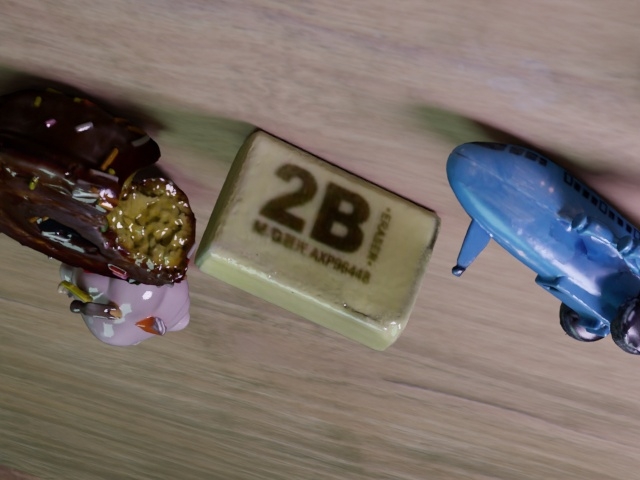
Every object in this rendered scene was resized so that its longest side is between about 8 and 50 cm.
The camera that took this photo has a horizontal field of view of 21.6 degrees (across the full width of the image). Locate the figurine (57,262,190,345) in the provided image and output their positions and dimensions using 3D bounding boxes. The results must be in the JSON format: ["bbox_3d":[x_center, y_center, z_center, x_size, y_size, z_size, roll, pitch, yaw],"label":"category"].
[{"bbox_3d":[-0.195,0.050,1.669,0.137,0.112,0.229,34,171,-10],"label":"figurine"}]

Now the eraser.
[{"bbox_3d":[0.000,0.000,1.319,0.172,0.117,0.058,25,156,-9],"label":"eraser"}]

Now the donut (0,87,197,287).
[{"bbox_3d":[-0.210,-0.048,1.441,0.216,0.096,0.230,9,157,37],"label":"donut"}]

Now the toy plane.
[{"bbox_3d":[0.196,0.017,1.194,0.271,0.105,0.254,24,175,-19],"label":"toy plane"}]
